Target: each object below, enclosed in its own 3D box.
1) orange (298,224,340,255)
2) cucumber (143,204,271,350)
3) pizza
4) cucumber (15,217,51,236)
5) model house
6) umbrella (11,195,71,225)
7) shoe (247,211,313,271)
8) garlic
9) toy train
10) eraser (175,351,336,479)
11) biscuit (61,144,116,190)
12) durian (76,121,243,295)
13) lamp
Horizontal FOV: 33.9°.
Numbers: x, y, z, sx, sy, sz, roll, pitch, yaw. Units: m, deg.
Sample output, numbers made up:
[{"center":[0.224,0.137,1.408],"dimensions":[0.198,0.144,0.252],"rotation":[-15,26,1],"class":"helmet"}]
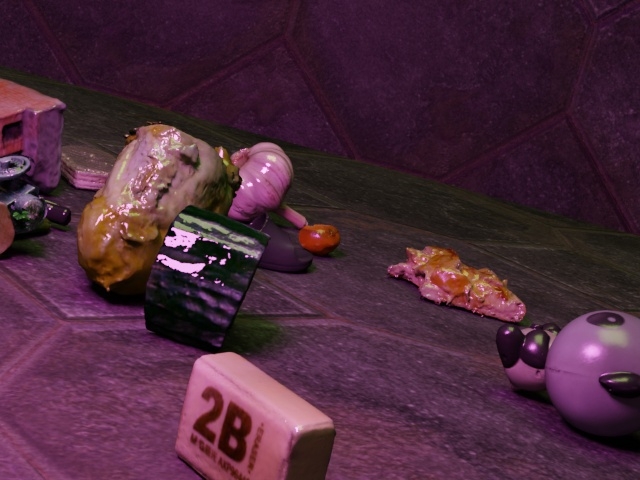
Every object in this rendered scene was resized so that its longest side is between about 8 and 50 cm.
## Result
[{"center":[0.000,0.000,2.121],"dimensions":[0.086,0.062,0.086],"rotation":[-1,8,0],"class":"orange"},{"center":[-0.156,0.048,1.463],"dimensions":[0.130,0.191,0.191],"rotation":[24,13,3],"class":"cucumber"},{"center":[0.261,0.070,2.076],"dimensions":[0.223,0.089,0.323],"rotation":[12,12,-29],"class":"pizza"},{"center":[-0.487,-0.025,1.704],"dimensions":[0.039,0.039,0.168],"rotation":[20,11,21],"class":"cucumber"},{"center":[-0.675,-0.174,1.913],"dimensions":[0.267,0.194,0.325],"rotation":[24,28,25],"class":"model house"},{"center":[-0.549,-0.072,1.804],"dimensions":[0.251,0.052,0.053],"rotation":[16,11,8],"class":"umbrella"},{"center":[-0.122,-0.007,1.938],"dimensions":[0.241,0.093,0.108],"rotation":[10,12,-15],"class":"shoe"},{"center":[-0.116,-0.092,2.275],"dimensions":[0.226,0.199,0.199],"rotation":[46,-3,-27],"class":"garlic"},{"center":[-0.558,-0.078,1.601],"dimensions":[0.307,0.126,0.189],"rotation":[23,34,32],"class":"toy train"},{"center":[-0.068,0.195,1.031],"dimensions":[0.058,0.117,0.172],"rotation":[4,17,-43],"class":"eraser"},{"center":[-0.494,-0.159,2.263],"dimensions":[0.150,0.052,0.252],"rotation":[7,14,-32],"class":"biscuit"},{"center":[-0.256,-0.052,1.591],"dimensions":[0.205,0.339,0.255],"rotation":[22,-26,12],"class":"durian"},{"center":[0.385,0.182,1.510],"dimensions":[0.244,0.197,0.198],"rotation":[14,9,42],"class":"lamp"}]
